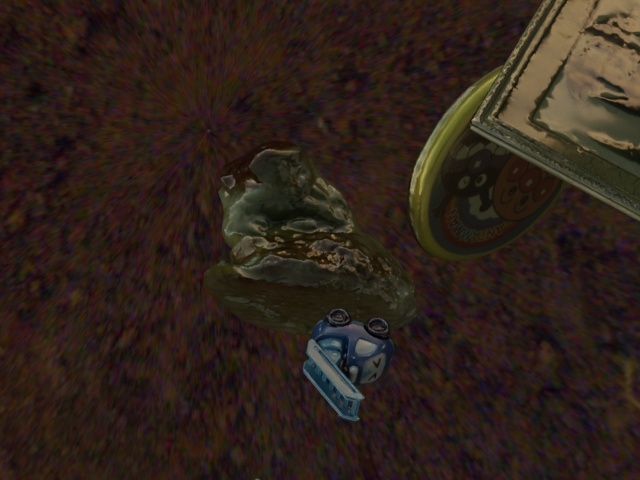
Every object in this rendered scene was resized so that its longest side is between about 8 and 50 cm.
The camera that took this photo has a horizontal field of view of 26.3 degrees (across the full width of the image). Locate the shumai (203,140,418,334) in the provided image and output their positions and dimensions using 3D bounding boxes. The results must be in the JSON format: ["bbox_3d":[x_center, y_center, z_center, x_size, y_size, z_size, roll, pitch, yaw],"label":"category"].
[{"bbox_3d":[0.000,0.000,1.660,0.272,0.222,0.203,30,60,-35],"label":"shumai"}]

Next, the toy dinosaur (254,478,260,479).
[{"bbox_3d":[-0.047,0.178,0.818,0.021,0.062,0.083,24,49,4],"label":"toy dinosaur"}]

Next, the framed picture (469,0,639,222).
[{"bbox_3d":[0.201,-0.052,0.639,0.231,0.010,0.173,28,54,6],"label":"framed picture"}]

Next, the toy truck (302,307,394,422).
[{"bbox_3d":[0.022,0.108,1.160,0.073,0.090,0.056,13,133,3],"label":"toy truck"}]

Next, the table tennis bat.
[{"bbox_3d":[0.216,-0.132,1.358,0.224,0.054,0.368,13,114,-46],"label":"table tennis bat"}]
